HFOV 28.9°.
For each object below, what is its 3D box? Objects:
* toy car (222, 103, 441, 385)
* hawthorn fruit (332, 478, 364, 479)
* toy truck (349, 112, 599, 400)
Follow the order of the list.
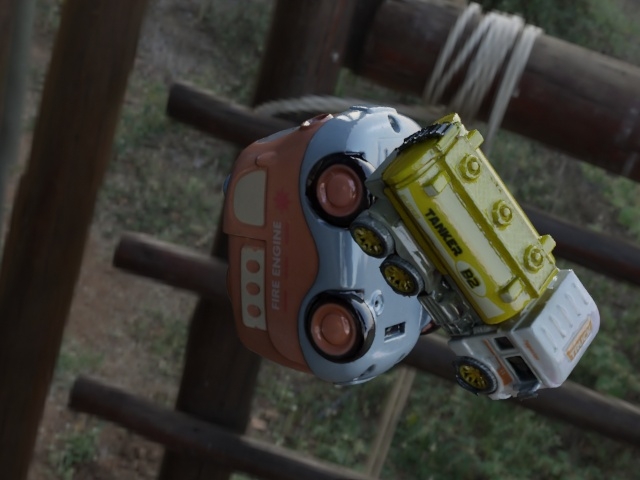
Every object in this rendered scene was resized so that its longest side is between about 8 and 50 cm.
[{"bbox_3d":[0.000,0.000,1.220,0.212,0.271,0.180,7,9,32],"label":"toy car"},{"bbox_3d":[0.042,0.300,0.881,0.224,0.224,0.261,-2,55,-28],"label":"hawthorn fruit"},{"bbox_3d":[0.120,0.016,0.944,0.098,0.114,0.227,-48,110,-31],"label":"toy truck"}]
